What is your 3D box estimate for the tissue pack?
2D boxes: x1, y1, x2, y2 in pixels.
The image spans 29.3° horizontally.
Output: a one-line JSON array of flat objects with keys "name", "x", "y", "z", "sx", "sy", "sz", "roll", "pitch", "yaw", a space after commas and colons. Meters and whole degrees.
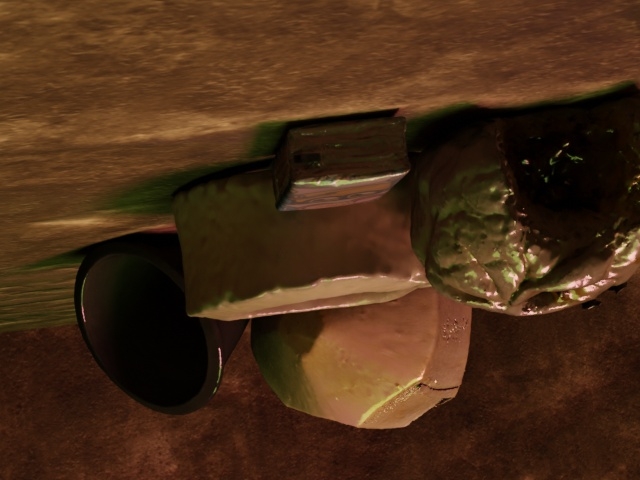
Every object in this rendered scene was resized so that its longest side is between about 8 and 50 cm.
[{"name": "tissue pack", "x": 0.015, "y": -0.073, "z": 1.187, "sx": 0.115, "sy": 0.065, "sz": 0.155, "roll": -6, "pitch": 174, "yaw": -10}]

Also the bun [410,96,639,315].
[{"name": "bun", "x": 0.228, "y": -0.025, "z": 1.277, "sx": 0.281, "sy": 0.205, "sz": 0.281, "roll": -8, "pitch": 175, "yaw": -1}]

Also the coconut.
[{"name": "coconut", "x": 0.064, "y": 0.113, "z": 1.779, "sx": 0.352, "sy": 0.353, "sz": 0.352, "roll": -9, "pitch": 173, "yaw": -1}]

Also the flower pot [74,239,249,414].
[{"name": "flower pot", "x": -0.207, "y": 0.098, "z": 1.762, "sx": 0.269, "sy": 0.269, "sz": 0.166, "roll": -14, "pitch": -165, "yaw": 38}]

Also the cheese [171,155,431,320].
[{"name": "cheese", "x": 0.002, "y": 0.002, "z": 1.422, "sx": 0.332, "sy": 0.153, "sz": 0.292, "roll": -6, "pitch": 173, "yaw": -35}]
